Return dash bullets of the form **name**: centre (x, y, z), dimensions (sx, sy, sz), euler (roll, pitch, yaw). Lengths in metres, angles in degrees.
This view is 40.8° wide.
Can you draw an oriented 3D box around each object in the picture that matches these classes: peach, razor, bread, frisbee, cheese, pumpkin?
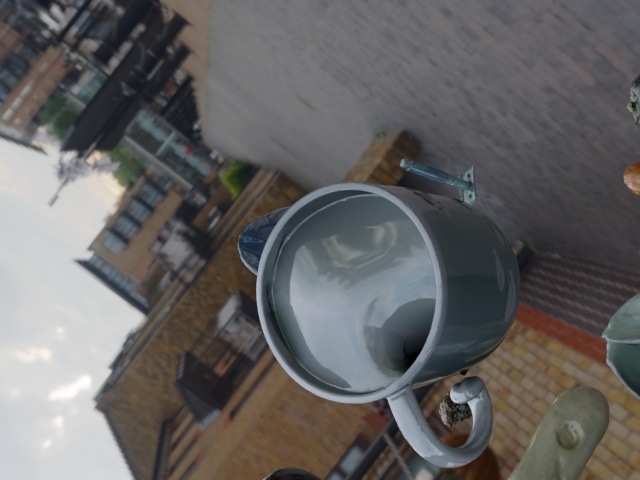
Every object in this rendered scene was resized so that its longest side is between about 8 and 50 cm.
- **peach**: centre (0.840, -0.165, 2.243), dimensions (0.101, 0.101, 0.101), euler (38, 180, 0)
- **razor**: centre (0.186, -0.104, 1.367), dimensions (0.135, 0.068, 0.040), euler (17, 145, -25)
- **bread**: centre (0.307, 0.349, 1.839), dimensions (0.082, 0.113, 0.060), euler (-101, -5, -59)
- **frisbee**: centre (0.000, -0.004, 1.496), dimensions (0.289, 0.049, 0.289), euler (2, -150, -1)
- **cheese**: centre (0.502, 0.499, 1.873), dimensions (0.129, 0.351, 0.328), euler (29, 163, 24)
- **pumpkin**: centre (0.821, -0.340, 2.112), dimensions (0.125, 0.167, 0.167), euler (-7, 154, 28)

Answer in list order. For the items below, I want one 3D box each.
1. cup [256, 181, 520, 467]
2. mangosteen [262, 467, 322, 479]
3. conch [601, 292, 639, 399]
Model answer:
- **cup**: centre (0.124, 0.104, 1.084), dimensions (0.274, 0.259, 0.356), euler (-1, -116, -54)
- **mangosteen**: centre (-0.043, 0.384, 1.170), dimensions (0.137, 0.151, 0.137), euler (28, -142, -25)
- **conch**: centre (0.594, 0.119, 1.182), dimensions (0.368, 0.249, 0.197), euler (5, -170, 33)
